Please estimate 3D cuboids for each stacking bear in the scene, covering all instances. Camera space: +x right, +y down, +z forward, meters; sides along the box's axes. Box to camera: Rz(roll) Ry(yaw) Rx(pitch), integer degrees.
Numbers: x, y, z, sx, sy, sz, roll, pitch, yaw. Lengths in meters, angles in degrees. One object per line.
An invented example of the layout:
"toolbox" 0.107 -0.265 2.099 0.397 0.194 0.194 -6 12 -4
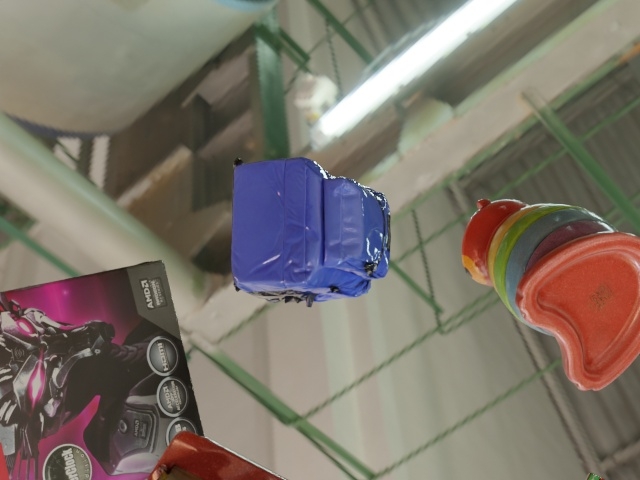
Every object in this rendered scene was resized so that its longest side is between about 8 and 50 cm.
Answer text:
"stacking bear" 0.265 0.028 1.351 0.164 0.175 0.289 -41 -156 -4

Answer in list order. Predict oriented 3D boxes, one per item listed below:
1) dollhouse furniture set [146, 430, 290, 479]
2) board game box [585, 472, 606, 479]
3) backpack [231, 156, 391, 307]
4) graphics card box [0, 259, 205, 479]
"dollhouse furniture set" 0.030 0.270 0.653 0.152 0.374 0.201 -63 178 0
"board game box" 0.273 0.389 1.112 0.281 0.145 0.027 -61 168 -15
"backpack" 0.000 0.000 0.791 0.101 0.120 0.097 3 -99 21
"graphics card box" -0.303 0.164 1.150 0.094 0.371 0.232 -16 -94 45
